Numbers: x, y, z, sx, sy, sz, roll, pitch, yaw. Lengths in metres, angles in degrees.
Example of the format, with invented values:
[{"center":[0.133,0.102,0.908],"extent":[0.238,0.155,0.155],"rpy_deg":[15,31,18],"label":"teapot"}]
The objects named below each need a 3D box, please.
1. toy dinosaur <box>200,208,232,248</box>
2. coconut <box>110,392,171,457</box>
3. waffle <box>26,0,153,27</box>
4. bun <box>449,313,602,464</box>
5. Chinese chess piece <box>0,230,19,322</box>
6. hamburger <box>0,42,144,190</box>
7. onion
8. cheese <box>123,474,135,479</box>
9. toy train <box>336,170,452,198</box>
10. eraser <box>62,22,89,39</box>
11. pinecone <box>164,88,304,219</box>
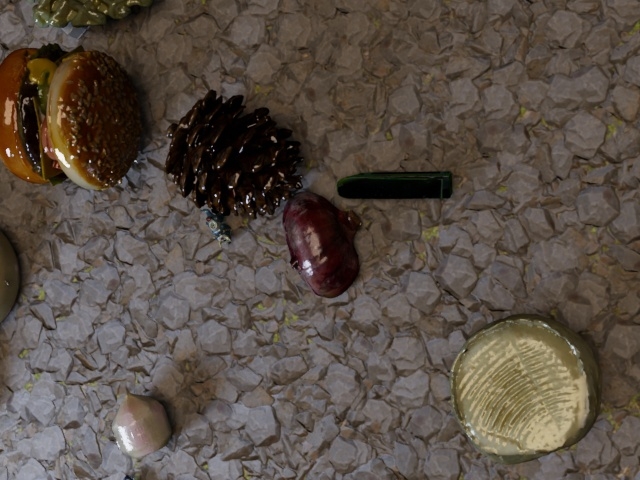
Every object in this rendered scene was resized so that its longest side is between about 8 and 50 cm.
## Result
[{"center":[-0.198,-0.027,1.866],"extent":[0.030,0.047,0.083],"rpy_deg":[-33,82,14],"label":"toy dinosaur"},{"center":[-0.350,0.352,1.873],"extent":[0.110,0.110,0.124],"rpy_deg":[-22,90,14],"label":"coconut"},{"center":[-0.459,-0.561,1.898],"extent":[0.309,0.056,0.291],"rpy_deg":[-8,86,18],"label":"waffle"},{"center":[0.352,0.249,1.653],"extent":[0.259,0.152,0.259],"rpy_deg":[-5,78,24],"label":"bun"},{"center":[-0.749,0.077,1.991],"extent":[0.273,0.102,0.273],"rpy_deg":[-1,87,17],"label":"Chinese chess piece"},{"center":[-0.468,-0.231,1.839],"extent":[0.225,0.291,0.291],"rpy_deg":[1,89,15],"label":"hamburger"},{"center":[0.000,0.000,1.784],"extent":[0.151,0.098,0.206],"rpy_deg":[-32,80,14],"label":"onion"},{"center":[-0.333,0.516,1.897],"extent":[0.145,0.038,0.095],"rpy_deg":[33,97,13],"label":"cheese"},{"center":[0.135,-0.102,1.777],"extent":[0.209,0.042,0.044],"rpy_deg":[1,110,17],"label":"toy train"},{"center":[-0.458,-0.514,1.950],"extent":[0.092,0.046,0.212],"rpy_deg":[45,100,13],"label":"eraser"},{"center":[-0.164,-0.151,1.775],"extent":[0.272,0.224,0.224],"rpy_deg":[30,97,12],"label":"pinecone"}]
